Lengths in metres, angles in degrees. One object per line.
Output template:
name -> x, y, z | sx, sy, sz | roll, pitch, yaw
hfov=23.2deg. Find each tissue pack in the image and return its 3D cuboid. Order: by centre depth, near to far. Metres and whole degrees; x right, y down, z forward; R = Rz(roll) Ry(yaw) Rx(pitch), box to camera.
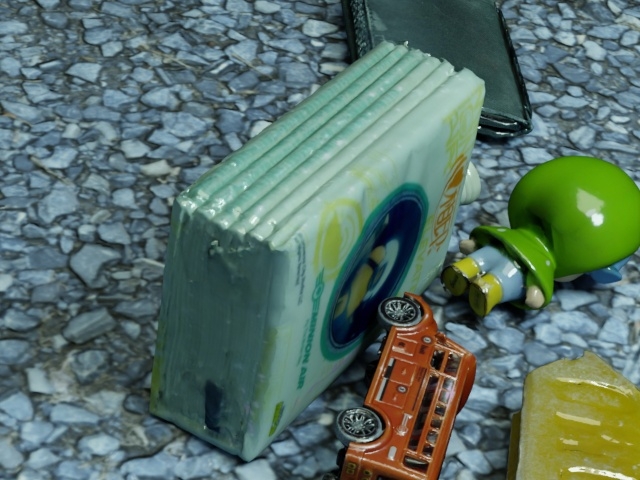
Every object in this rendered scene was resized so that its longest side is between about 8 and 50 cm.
tissue pack -> 0.000, 0.000, 1.590 | 0.162, 0.287, 0.388 | 28, 41, 20

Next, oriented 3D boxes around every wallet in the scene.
wallet -> 0.152, -0.252, 2.111 | 0.237, 0.075, 0.342 | 8, 36, -11

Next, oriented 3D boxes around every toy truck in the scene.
toy truck -> 0.083, 0.169, 1.540 | 0.114, 0.107, 0.253 | 16, 40, 8

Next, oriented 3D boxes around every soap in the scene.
soap -> 0.266, 0.221, 1.533 | 0.160, 0.080, 0.257 | 11, 39, 2

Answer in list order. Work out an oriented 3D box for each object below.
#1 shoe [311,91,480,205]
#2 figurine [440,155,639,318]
shoe -> 0.063, -0.094, 1.885 | 0.265, 0.095, 0.110 | 30, 48, 32
figurine -> 0.263, -0.002, 1.776 | 0.263, 0.143, 0.162 | -29, 45, -25
